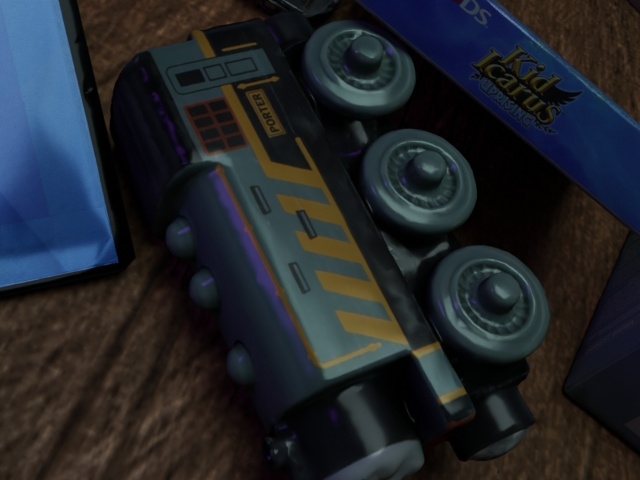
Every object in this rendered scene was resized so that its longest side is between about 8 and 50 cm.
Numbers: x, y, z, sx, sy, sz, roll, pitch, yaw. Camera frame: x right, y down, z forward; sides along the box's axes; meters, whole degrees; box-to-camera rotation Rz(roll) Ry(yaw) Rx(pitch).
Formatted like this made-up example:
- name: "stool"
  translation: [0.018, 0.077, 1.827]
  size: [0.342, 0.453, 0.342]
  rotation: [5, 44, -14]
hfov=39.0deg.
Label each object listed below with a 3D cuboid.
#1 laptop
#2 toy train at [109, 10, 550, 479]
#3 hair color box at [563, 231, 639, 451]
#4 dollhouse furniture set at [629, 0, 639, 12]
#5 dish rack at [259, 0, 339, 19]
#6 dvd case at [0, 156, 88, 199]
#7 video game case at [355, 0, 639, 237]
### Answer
- name: "laptop"
  translation: [-0.215, -0.080, 0.443]
  size: [0.136, 0.264, 0.234]
  rotation: [-14, 88, 4]
- name: "toy train"
  translation: [0.000, 0.000, 0.576]
  size: [0.190, 0.142, 0.334]
  rotation: [-18, 70, -24]
- name: "hair color box"
  translation: [0.361, 0.036, 0.763]
  size: [0.185, 0.113, 0.374]
  rotation: [40, 49, 0]
- name: "dollhouse furniture set"
  translation: [0.423, -0.370, 1.029]
  size: [0.129, 0.184, 0.129]
  rotation: [-33, 78, -40]
- name: "dish rack"
  translation: [-0.077, -0.312, 0.779]
  size: [0.271, 0.074, 0.208]
  rotation: [31, 50, -8]
- name: "dvd case"
  translation: [-0.272, -0.104, 0.554]
  size: [0.238, 0.029, 0.179]
  rotation: [3, 58, -29]
- name: "video game case"
  translation: [0.147, -0.135, 0.703]
  size: [0.269, 0.061, 0.244]
  rotation: [38, 16, -9]
